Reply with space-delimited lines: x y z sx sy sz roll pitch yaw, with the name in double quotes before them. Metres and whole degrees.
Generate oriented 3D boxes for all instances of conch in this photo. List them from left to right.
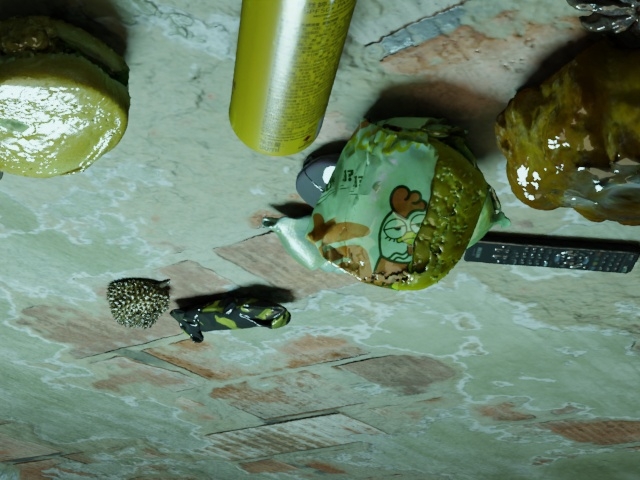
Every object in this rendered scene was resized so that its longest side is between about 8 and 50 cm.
"conch" -0.003 0.007 1.441 0.088 0.065 0.180 -20 139 41

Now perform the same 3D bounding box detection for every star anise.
"star anise" 0.294 -0.226 0.952 0.141 0.042 0.141 5 153 2

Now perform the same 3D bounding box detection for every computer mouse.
"computer mouse" 0.081 -0.051 1.321 0.232 0.057 0.120 18 150 -26

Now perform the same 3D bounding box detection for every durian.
"durian" -0.294 0.110 1.693 0.110 0.071 0.140 26 142 -37

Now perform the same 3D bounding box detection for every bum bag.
"bum bag" -0.152 0.127 1.711 0.232 0.060 0.106 -13 158 35

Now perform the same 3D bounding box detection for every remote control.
"remote control" 0.328 0.018 1.458 0.245 0.025 0.063 5 153 1

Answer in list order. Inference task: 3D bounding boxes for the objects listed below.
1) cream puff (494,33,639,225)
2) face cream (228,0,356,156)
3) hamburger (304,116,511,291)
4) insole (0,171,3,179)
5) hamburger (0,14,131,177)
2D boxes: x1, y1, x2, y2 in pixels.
"cream puff" 0.308 -0.101 1.075 0.241 0.155 0.269 10 155 -9
"face cream" -0.024 -0.208 0.964 0.105 0.105 0.349 7 154 -6
"hamburger" 0.118 -0.037 1.204 0.235 0.125 0.214 26 115 -14
"insole" -0.583 -0.087 1.407 0.328 0.007 0.111 -5 153 17
"hamburger" -0.297 -0.160 1.090 0.189 0.122 0.215 9 150 -25
